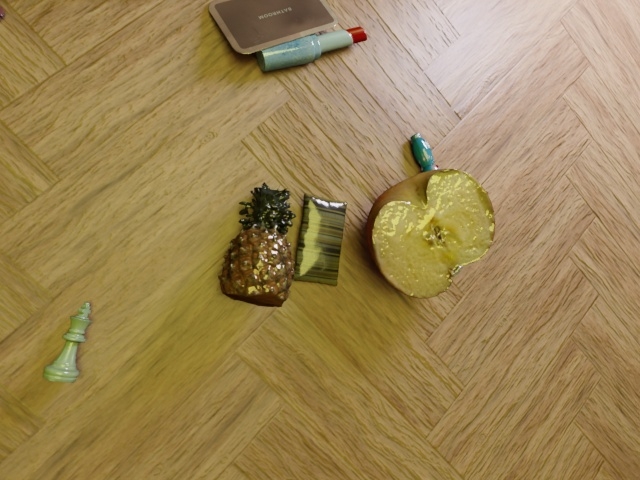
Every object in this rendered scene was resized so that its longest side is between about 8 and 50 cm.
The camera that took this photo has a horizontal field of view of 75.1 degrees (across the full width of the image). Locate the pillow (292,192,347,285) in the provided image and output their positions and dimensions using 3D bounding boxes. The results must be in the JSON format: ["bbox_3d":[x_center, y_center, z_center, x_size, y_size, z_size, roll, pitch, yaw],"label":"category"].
[{"bbox_3d":[0.000,0.000,0.965,0.113,0.038,0.203,10,84,-20],"label":"pillow"}]

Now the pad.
[{"bbox_3d":[-0.105,-0.520,0.955,0.266,0.002,0.176,-26,74,-17],"label":"pad"}]

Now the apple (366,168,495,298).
[{"bbox_3d":[0.238,-0.025,0.977,0.293,0.163,0.251,-31,104,-4],"label":"apple"}]

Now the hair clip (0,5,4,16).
[{"bbox_3d":[-0.674,-0.416,0.791,0.054,0.022,0.137,45,75,-6],"label":"hair clip"}]

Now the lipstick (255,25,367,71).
[{"bbox_3d":[-0.014,-0.459,0.980,0.274,0.061,0.068,-22,89,-17],"label":"lipstick"}]

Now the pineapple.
[{"bbox_3d":[-0.114,-0.003,0.884,0.158,0.158,0.278,17,70,-16],"label":"pineapple"}]

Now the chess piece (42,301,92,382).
[{"bbox_3d":[-0.474,0.191,0.796,0.059,0.059,0.149,16,77,-16],"label":"chess piece"}]

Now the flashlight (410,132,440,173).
[{"bbox_3d":[0.263,-0.209,1.059,0.051,0.051,0.129,-25,89,-18],"label":"flashlight"}]
